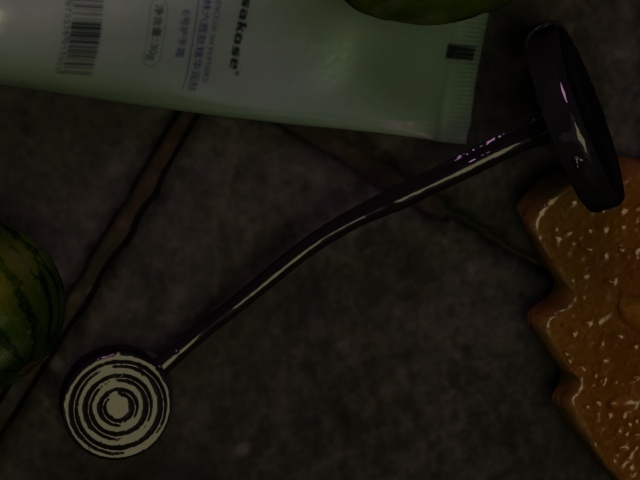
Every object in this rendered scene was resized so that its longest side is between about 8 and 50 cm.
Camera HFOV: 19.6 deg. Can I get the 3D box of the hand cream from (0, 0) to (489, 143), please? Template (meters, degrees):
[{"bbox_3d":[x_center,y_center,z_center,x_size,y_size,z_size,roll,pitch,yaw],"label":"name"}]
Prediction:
[{"bbox_3d":[-0.050,-0.115,1.035,0.321,0.067,0.109,3,106,-22],"label":"hand cream"}]

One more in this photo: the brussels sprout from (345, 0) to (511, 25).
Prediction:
[{"bbox_3d":[0.053,-0.206,0.990,0.181,0.143,0.161,26,121,-28],"label":"brussels sprout"}]

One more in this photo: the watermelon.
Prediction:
[{"bbox_3d":[-0.192,0.032,1.014,0.109,0.109,0.109,-5,107,-15],"label":"watermelon"}]

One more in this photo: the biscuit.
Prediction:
[{"bbox_3d":[0.212,0.045,1.164,0.212,0.041,0.238,3,103,-22],"label":"biscuit"}]

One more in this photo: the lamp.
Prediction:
[{"bbox_3d":[0.010,0.009,1.051,0.371,0.108,0.130,-28,110,-4],"label":"lamp"}]
